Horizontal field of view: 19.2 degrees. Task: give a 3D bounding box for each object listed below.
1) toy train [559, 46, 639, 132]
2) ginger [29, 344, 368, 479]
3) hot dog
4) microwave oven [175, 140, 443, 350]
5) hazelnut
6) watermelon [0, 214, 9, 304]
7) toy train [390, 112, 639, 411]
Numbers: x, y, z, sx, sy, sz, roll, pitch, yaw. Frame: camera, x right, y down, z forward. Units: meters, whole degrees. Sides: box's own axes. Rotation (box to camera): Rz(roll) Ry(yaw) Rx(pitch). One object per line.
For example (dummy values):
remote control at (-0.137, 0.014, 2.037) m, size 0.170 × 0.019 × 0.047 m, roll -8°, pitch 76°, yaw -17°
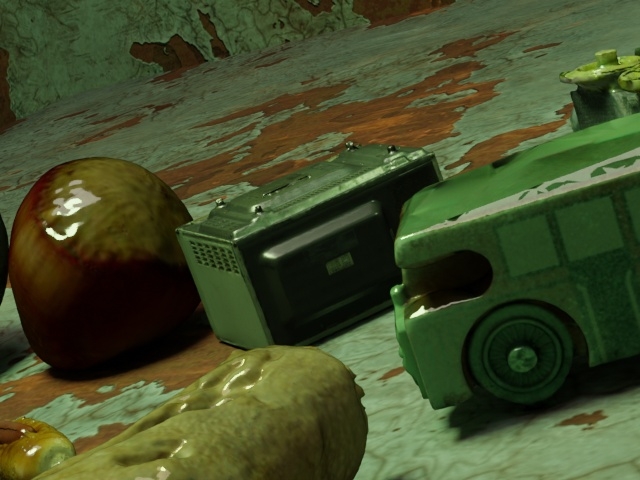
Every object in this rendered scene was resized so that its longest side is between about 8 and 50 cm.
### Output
toy train at (0.321, -0.107, 1.635) m, size 0.177 × 0.134 × 0.261 m, roll -14°, pitch 11°, yaw -17°
ginger at (-0.092, 0.161, 1.100) m, size 0.190 × 0.126 × 0.354 m, roll -15°, pitch 14°, yaw 44°
hot dog at (-0.257, 0.164, 1.530) m, size 0.066 × 0.047 × 0.216 m, roll -23°, pitch 13°, yaw -28°
microwave oven at (0.000, 0.000, 1.656) m, size 0.205 × 0.129 × 0.163 m, roll -25°, pitch 12°, yaw -21°
hazelnut at (-0.211, 0.029, 1.770) m, size 0.208 × 0.208 × 0.208 m, roll -19°, pitch 12°, yaw 4°
watermelon at (-0.483, 0.043, 1.863) m, size 0.359 × 0.279 × 0.279 m, roll -25°, pitch 13°, yaw -19°
toy train at (0.200, 0.006, 1.259) m, size 0.326 × 0.159 × 0.129 m, roll -16°, pitch 15°, yaw 10°
